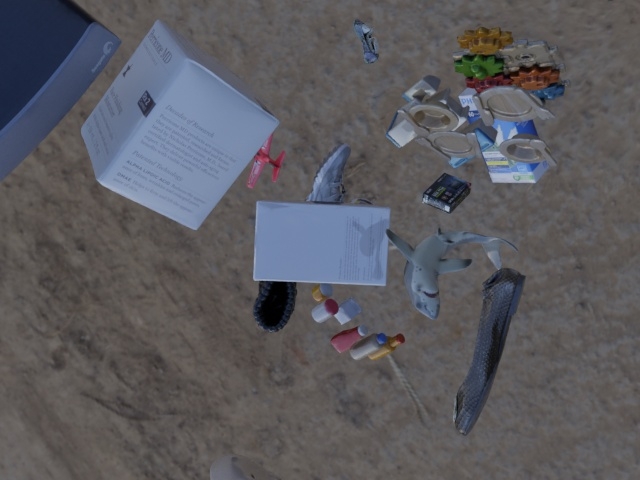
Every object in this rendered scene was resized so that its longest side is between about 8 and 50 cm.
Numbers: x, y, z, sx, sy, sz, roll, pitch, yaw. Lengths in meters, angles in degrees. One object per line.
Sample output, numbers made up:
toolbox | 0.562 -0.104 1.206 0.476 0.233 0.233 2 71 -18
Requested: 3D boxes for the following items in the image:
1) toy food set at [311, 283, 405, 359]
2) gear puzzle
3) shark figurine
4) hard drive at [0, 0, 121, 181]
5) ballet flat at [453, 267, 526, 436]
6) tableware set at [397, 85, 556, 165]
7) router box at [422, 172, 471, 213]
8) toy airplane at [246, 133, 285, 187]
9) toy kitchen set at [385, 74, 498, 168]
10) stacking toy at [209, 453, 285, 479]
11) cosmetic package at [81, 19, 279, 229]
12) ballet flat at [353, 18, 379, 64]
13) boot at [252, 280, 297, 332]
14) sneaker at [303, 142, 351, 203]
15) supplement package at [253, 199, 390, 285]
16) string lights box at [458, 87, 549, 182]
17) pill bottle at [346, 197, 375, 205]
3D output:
toy food set | 0.079 0.186 1.545 0.104 0.111 0.232 -35 96 38
gear puzzle | 0.326 -0.291 1.164 0.175 0.339 0.044 0 82 27
shark figurine | 0.202 0.040 1.162 0.166 0.278 0.116 42 135 22
hard drive | -0.355 -0.173 0.703 0.172 0.054 0.255 40 83 1
ballet flat | 0.234 0.158 0.973 0.058 0.084 0.250 18 91 19
tableware set | 0.169 -0.117 0.717 0.168 0.141 0.020 2 70 35
router box | 0.363 -0.136 1.927 0.092 0.122 0.038 26 140 29
toy airplane | -0.111 -0.173 1.413 0.151 0.028 0.151 -33 50 52
toy kitchen set | 0.231 -0.204 1.365 0.207 0.166 0.122 37 143 -16
stacking toy | -0.190 0.576 0.939 0.480 0.350 0.351 -40 86 -7
cosmetic package | -0.182 -0.146 0.856 0.184 0.151 0.151 -51 42 12
ballet flat | 0.108 -0.453 1.508 0.041 0.041 0.114 -23 77 33
boot | -0.134 0.093 2.028 0.131 0.260 0.348 -6 88 4
sneaker | 0.030 -0.145 1.929 0.115 0.105 0.281 24 106 -7
supplement package | 0.000 0.000 1.527 0.292 0.175 0.178 3 95 -2
string lights box | 0.458 -0.271 1.673 0.133 0.077 0.260 5 133 50
pill bottle | 0.076 -0.025 1.781 0.119 0.208 0.119 10 116 21
